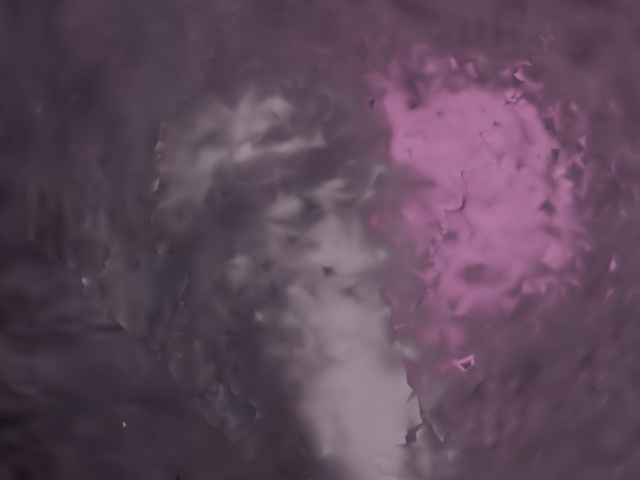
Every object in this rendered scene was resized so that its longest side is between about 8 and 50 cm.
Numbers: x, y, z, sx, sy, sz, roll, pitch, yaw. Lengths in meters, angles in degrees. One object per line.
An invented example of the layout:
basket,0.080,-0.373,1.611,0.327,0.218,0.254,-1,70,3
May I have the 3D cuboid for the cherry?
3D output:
cherry,0.000,0.000,0.503,0.255,0.218,0.296,-20,106,20
